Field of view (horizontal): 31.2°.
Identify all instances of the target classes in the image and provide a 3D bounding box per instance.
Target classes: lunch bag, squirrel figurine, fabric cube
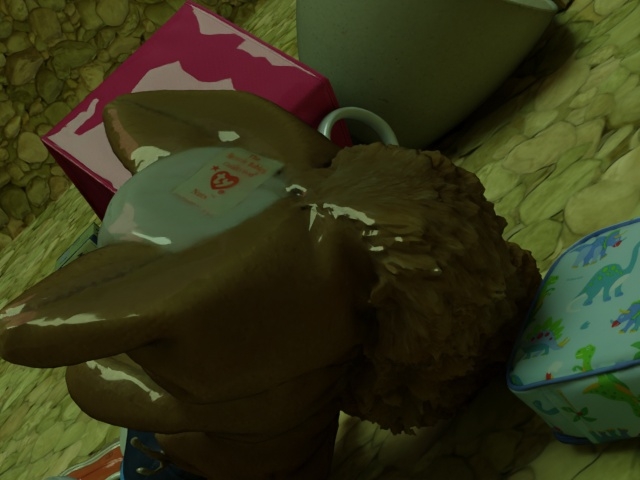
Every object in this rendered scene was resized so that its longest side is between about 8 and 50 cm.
[{"bbox_3d":[0.248,0.050,0.804,0.219,0.090,0.176,-23,30,47],"label":"lunch bag"},{"bbox_3d":[-0.010,0.093,0.942,0.397,0.370,0.281,-5,41,8],"label":"squirrel figurine"},{"bbox_3d":[-0.131,-0.086,1.418,0.254,0.259,0.258,33,72,31],"label":"fabric cube"}]

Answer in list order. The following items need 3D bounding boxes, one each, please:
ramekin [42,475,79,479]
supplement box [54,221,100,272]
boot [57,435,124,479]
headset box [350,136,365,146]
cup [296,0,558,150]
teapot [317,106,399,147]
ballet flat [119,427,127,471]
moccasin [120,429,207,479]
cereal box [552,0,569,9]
[{"bbox_3d":[-0.302,0.358,1.263,0.207,0.109,0.207,-38,21,17],"label":"ramekin"},{"bbox_3d":[-0.337,0.029,1.664,0.083,0.056,0.083,-46,17,3],"label":"supplement box"},{"bbox_3d":[-0.281,0.309,1.402,0.158,0.059,0.085,-39,25,13],"label":"boot"},{"bbox_3d":[0.004,-0.204,1.766,0.293,0.110,0.218,-15,31,55],"label":"headset box"},{"bbox_3d":[0.102,-0.252,1.458,0.331,0.331,0.237,-98,28,-66],"label":"cup"},{"bbox_3d":[0.000,0.000,1.263,0.252,0.187,0.256,-40,19,14],"label":"teapot"},{"bbox_3d":[-0.206,0.224,1.391,0.073,0.067,0.206,-61,13,17],"label":"ballet flat"},{"bbox_3d":[-0.150,0.172,1.329,0.117,0.137,0.342,-50,29,24],"label":"moccasin"},{"bbox_3d":[0.330,-0.399,1.612,0.240,0.047,0.173,-54,21,-24],"label":"cereal box"}]
